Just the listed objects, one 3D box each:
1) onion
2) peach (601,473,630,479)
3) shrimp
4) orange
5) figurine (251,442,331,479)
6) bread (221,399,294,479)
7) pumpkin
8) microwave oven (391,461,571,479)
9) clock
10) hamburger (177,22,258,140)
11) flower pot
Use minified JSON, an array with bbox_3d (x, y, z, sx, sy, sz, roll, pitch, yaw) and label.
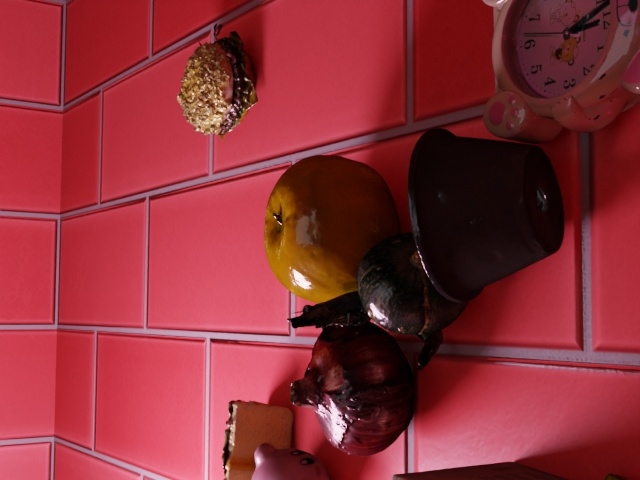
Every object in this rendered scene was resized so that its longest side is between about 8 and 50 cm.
[{"bbox_3d":[0.052,0.260,1.612,0.252,0.219,0.252,179,90,-66],"label":"onion"},{"bbox_3d":[0.403,0.360,1.229,0.077,0.050,0.083,-154,80,-78],"label":"peach"},{"bbox_3d":[0.088,0.151,1.531,0.198,0.262,0.051,54,141,46],"label":"shrimp"},{"bbox_3d":[0.022,-0.019,1.670,0.279,0.235,0.279,-173,90,-68],"label":"orange"},{"bbox_3d":[-0.060,0.491,1.804,0.173,0.173,0.173,-7,81,56],"label":"figurine"},{"bbox_3d":[-0.134,0.478,1.948,0.178,0.141,0.266,69,-151,-80],"label":"bread"},{"bbox_3d":[0.153,0.070,1.505,0.190,0.190,0.146,60,136,39],"label":"pumpkin"},{"bbox_3d":[0.244,0.409,1.294,0.194,0.240,0.145,9,94,56],"label":"microwave oven"},{"bbox_3d":[0.365,-0.293,1.289,0.309,0.114,0.284,-9,79,55],"label":"clock"},{"bbox_3d":[-0.255,-0.377,2.195,0.243,0.138,0.262,-40,56,48],"label":"hamburger"},{"bbox_3d":[0.257,-0.046,1.348,0.166,0.269,0.269,-7,81,33],"label":"flower pot"}]
